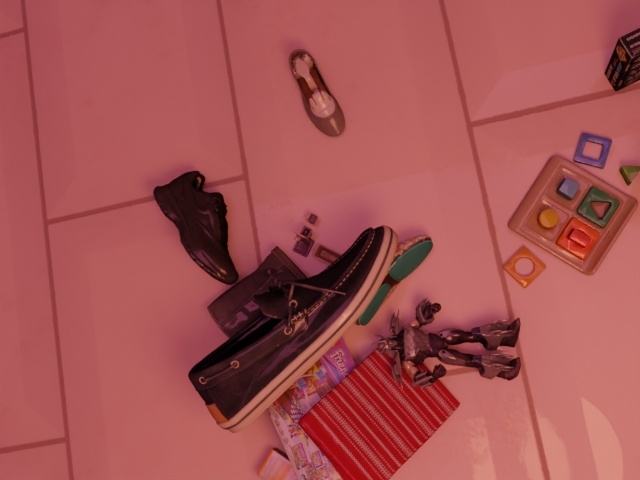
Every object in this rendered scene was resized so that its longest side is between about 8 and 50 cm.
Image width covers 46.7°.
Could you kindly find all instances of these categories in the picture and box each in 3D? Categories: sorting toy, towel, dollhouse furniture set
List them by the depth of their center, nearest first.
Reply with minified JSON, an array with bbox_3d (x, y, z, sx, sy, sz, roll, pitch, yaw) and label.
[{"bbox_3d":[0.115,0.340,1.451,0.275,0.031,0.199,-39,78,-21],"label":"towel"},{"bbox_3d":[0.502,-0.053,1.479,0.196,0.047,0.348,33,89,15],"label":"sorting toy"},{"bbox_3d":[0.000,0.000,1.559,0.114,0.081,0.091,27,87,15],"label":"dollhouse furniture set"}]

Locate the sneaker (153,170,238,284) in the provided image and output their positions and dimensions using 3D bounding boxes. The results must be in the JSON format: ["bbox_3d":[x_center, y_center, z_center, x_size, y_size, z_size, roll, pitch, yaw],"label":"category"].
[{"bbox_3d":[-0.247,-0.034,1.604,0.130,0.109,0.286,-35,74,0],"label":"sneaker"}]

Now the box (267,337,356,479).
[{"bbox_3d":[0.002,0.340,1.498,0.200,0.057,0.293,-24,76,-5],"label":"box"}]

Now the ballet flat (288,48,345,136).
[{"bbox_3d":[-0.014,-0.324,1.622,0.072,0.068,0.213,-27,77,7],"label":"ballet flat"}]

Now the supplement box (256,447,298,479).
[{"bbox_3d":[-0.072,0.479,1.519,0.098,0.036,0.062,32,87,14],"label":"supplement box"}]

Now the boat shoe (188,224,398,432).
[{"bbox_3d":[-0.050,0.142,1.414,0.500,0.187,0.156,-45,99,-1],"label":"boat shoe"}]

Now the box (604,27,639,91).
[{"bbox_3d":[0.673,-0.385,1.431,0.220,0.175,0.051,-26,76,8],"label":"box"}]

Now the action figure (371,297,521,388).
[{"bbox_3d":[0.242,0.205,1.451,0.284,0.099,0.185,2,63,0],"label":"action figure"}]

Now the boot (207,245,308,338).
[{"bbox_3d":[-0.116,0.137,1.566,0.208,0.076,0.189,-43,61,-4],"label":"boot"}]

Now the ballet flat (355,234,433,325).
[{"bbox_3d":[0.127,0.068,1.525,0.241,0.091,0.077,-48,53,-2],"label":"ballet flat"}]
